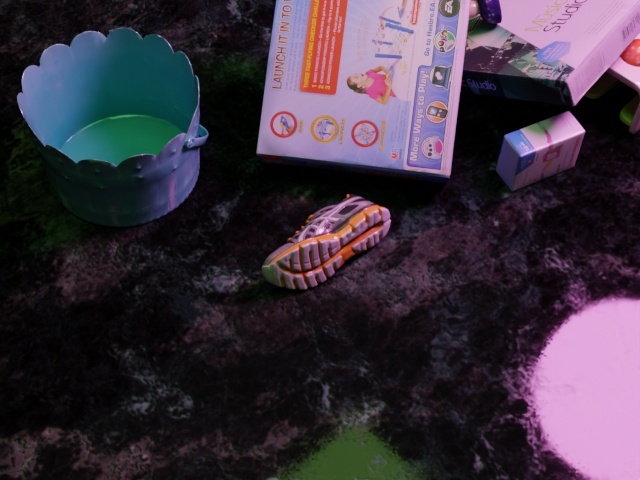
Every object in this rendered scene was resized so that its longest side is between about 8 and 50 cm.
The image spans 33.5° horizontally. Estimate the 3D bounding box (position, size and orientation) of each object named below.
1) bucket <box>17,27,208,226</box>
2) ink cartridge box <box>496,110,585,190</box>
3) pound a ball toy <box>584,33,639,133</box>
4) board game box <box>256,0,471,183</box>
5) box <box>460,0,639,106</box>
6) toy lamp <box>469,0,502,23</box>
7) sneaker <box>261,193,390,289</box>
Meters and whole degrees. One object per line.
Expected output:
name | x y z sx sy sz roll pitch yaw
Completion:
bucket | -0.309 -0.169 1.629 0.281 0.183 0.281 1 55 -1
ink cartridge box | 0.347 -0.141 1.676 0.122 0.088 0.052 -23 58 -16
pound a ball toy | 0.522 -0.329 1.786 0.319 0.135 0.208 -37 63 -25
board game box | 0.070 -0.259 1.672 0.302 0.086 0.308 7 86 4
box | 0.336 -0.323 1.736 0.322 0.058 0.232 15 52 46
toy lamp | 0.158 -0.351 1.757 0.275 0.080 0.080 -16 55 2
sneaker | 0.000 0.000 1.584 0.215 0.084 0.083 -27 46 -23
